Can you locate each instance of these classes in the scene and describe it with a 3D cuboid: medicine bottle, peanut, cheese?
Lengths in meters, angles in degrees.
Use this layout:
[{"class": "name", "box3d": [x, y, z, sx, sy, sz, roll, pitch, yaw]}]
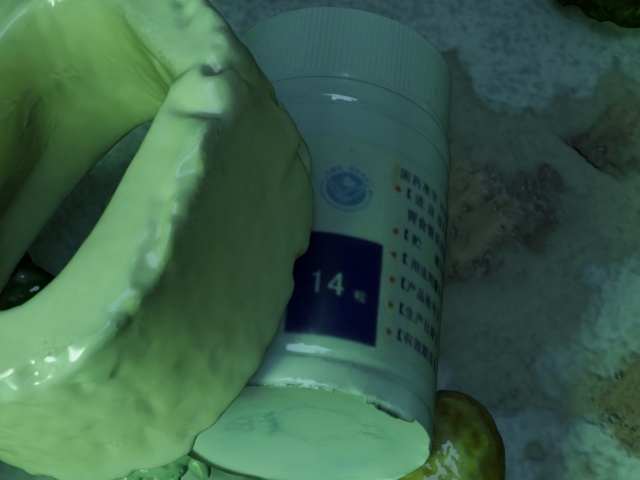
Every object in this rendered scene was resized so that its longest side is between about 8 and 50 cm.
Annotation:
[{"class": "medicine bottle", "box3d": [0.000, 0.000, 0.959, 0.190, 0.190, 0.332, 7, 59, 0]}, {"class": "peanut", "box3d": [0.076, 0.221, 0.959, 0.108, 0.095, 0.226, 12, 73, -2]}, {"class": "cheese", "box3d": [-0.154, -0.025, 0.835, 0.292, 0.153, 0.332, 17, 69, 34]}]

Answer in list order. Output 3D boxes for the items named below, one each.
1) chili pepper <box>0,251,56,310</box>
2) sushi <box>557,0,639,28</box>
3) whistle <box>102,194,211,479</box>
[{"class": "chili pepper", "box3d": [-0.268, 0.057, 0.993, 0.264, 0.116, 0.148, 37, 78, 25]}, {"class": "sushi", "box3d": [0.349, -0.357, 1.134, 0.352, 0.178, 0.294, -14, 70, -9]}, {"class": "whistle", "box3d": [-0.134, 0.080, 0.998, 0.102, 0.106, 0.253, 0, 69, -26]}]
